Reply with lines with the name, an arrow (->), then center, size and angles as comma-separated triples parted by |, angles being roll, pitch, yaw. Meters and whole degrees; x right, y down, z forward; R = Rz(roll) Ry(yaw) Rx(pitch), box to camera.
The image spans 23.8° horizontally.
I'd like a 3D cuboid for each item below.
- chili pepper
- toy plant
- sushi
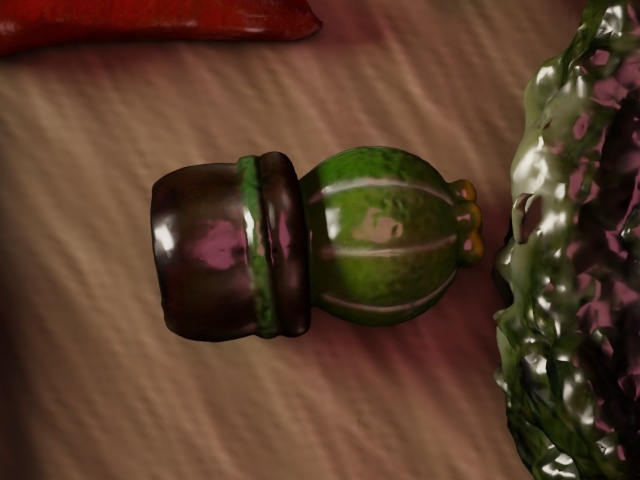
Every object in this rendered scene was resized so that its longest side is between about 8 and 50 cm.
chili pepper -> -0.134, -0.127, 0.788 | 0.272, 0.071, 0.063 | -3, 41, -7
toy plant -> 0.000, 0.000, 0.752 | 0.162, 0.093, 0.093 | -5, 80, -2
sushi -> 0.231, -0.004, 0.714 | 0.294, 0.178, 0.352 | 13, 83, 4
